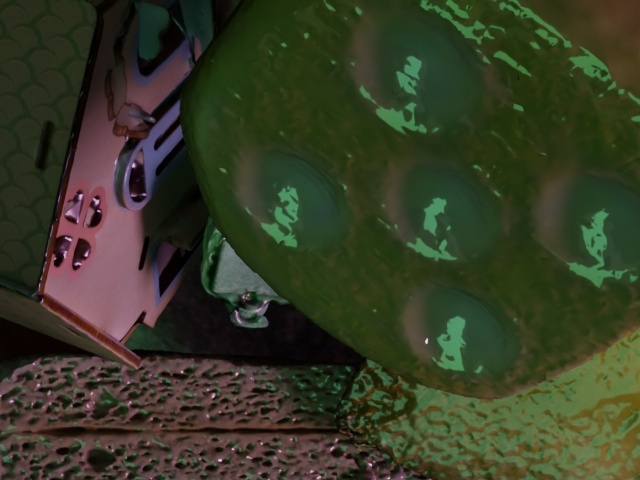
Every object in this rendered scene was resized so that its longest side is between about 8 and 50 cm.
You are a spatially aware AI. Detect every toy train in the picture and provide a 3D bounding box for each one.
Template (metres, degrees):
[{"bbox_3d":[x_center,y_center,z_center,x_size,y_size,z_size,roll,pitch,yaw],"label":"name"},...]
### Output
[{"bbox_3d":[0.000,0.000,0.818,0.149,0.081,0.099,4,136,-9],"label":"toy train"}]

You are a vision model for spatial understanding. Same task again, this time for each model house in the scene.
[{"bbox_3d":[-0.141,-0.064,0.771,0.169,0.244,0.326,21,134,19],"label":"model house"}]

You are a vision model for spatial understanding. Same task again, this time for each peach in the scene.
[{"bbox_3d":[0.142,0.077,0.823,0.279,0.068,0.189,-14,101,22],"label":"peach"}]

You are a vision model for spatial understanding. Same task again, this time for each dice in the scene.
[{"bbox_3d":[0.086,-0.088,0.624,0.227,0.238,0.233,40,135,-8],"label":"dice"}]

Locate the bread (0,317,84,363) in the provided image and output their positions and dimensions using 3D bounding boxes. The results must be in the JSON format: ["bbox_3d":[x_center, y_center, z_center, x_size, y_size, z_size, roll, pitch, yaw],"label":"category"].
[{"bbox_3d":[-0.354,0.105,1.124,0.327,0.114,0.295,-11,122,35],"label":"bread"}]

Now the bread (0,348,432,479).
[{"bbox_3d":[-0.072,0.127,0.929,0.337,0.183,0.102,2,89,-9],"label":"bread"}]
